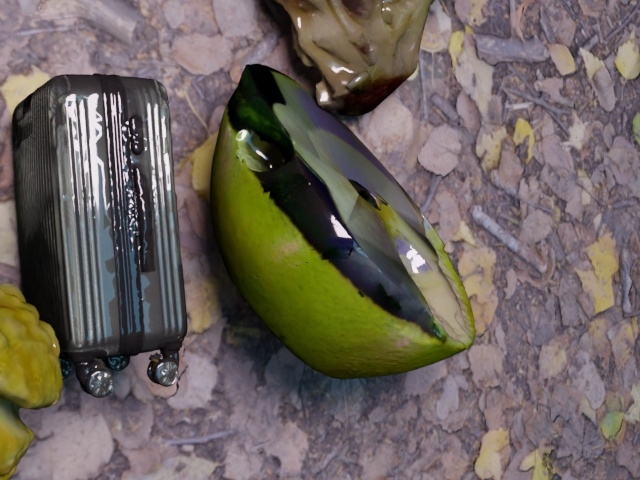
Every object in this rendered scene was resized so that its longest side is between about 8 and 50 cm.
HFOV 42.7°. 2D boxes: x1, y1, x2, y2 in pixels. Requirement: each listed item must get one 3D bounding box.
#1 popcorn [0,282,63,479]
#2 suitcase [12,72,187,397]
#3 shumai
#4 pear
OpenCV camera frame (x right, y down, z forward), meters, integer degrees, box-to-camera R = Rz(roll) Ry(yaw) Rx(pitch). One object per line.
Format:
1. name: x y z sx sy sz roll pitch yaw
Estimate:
1. popcorn: -0.375 0.119 0.702 0.282 0.247 0.282 -6 111 -15
2. suitcase: -0.230 -0.009 0.836 0.128 0.202 0.312 -4 91 -32
3. shumai: 0.070 -0.317 1.011 0.346 0.217 0.283 -2 82 -33
4. pear: 0.000 0.004 0.945 0.165 0.399 0.399 -40 115 16
